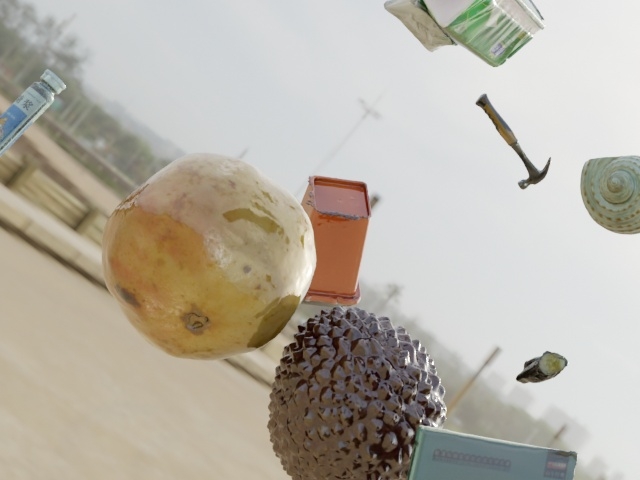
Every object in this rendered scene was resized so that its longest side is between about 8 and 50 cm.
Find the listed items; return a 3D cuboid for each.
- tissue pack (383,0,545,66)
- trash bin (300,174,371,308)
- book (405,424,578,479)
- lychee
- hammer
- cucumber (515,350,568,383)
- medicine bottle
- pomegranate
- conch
[{"bbox_3d":[0.180,-0.321,1.615,0.148,0.156,0.209,57,17,22],"label":"tissue pack"},{"bbox_3d":[0.000,0.000,2.297,0.184,0.238,0.161,6,40,-10],"label":"trash bin"},{"bbox_3d":[0.213,0.462,1.710,0.264,0.379,0.031,11,2,-21],"label":"book"},{"bbox_3d":[0.053,0.264,1.923,0.306,0.306,0.330,-147,-140,-64],"label":"lychee"},{"bbox_3d":[0.351,-0.187,2.207,0.201,0.078,0.021,53,25,-17],"label":"hammer"},{"bbox_3d":[0.277,0.161,1.510,0.034,0.033,0.135,25,-13,3],"label":"cucumber"},{"bbox_3d":[-0.533,-0.220,2.141,0.051,0.191,0.051,39,-13,11],"label":"medicine bottle"},{"bbox_3d":[-0.177,0.023,1.887,0.342,0.342,0.342,39,-3,2],"label":"pomegranate"},{"bbox_3d":[0.556,-0.071,2.193,0.172,0.131,0.200,-1,-31,34],"label":"conch"}]
